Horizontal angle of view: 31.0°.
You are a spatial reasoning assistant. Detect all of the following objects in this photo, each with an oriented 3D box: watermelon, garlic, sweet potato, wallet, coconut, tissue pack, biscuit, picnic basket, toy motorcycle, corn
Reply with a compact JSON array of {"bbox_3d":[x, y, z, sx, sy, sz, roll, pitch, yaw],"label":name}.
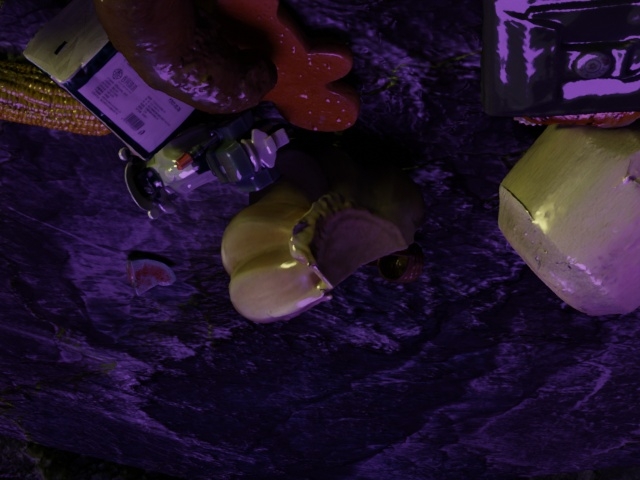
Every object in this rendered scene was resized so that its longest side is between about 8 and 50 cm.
[{"bbox_3d":[-0.267,0.060,1.788,0.085,0.061,0.085,13,156,6],"label":"watermelon"},{"bbox_3d":[0.000,0.000,1.378,0.210,0.237,0.292,25,171,-19],"label":"garlic"},{"bbox_3d":[-0.138,-0.196,1.040,0.124,0.098,0.310,12,163,26],"label":"sweet potato"},{"bbox_3d":[0.269,-0.181,1.048,0.245,0.052,0.168,0,134,6],"label":"wallet"},{"bbox_3d":[0.312,-0.045,1.224,0.234,0.224,0.224,-38,144,10],"label":"coconut"},{"bbox_3d":[-0.203,-0.166,1.168,0.090,0.103,0.170,45,179,31],"label":"tissue pack"},{"bbox_3d":[-0.046,-0.186,1.184,0.165,0.036,0.250,-11,149,35],"label":"biscuit"},{"bbox_3d":[0.098,0.025,1.610,0.083,0.072,0.072,7,161,-39],"label":"picnic basket"},{"bbox_3d":[-0.134,-0.089,1.288,0.221,0.150,0.102,-2,117,49],"label":"toy motorcycle"},{"bbox_3d":[-0.317,-0.159,1.265,0.203,0.072,0.072,9,157,-6],"label":"corn"}]

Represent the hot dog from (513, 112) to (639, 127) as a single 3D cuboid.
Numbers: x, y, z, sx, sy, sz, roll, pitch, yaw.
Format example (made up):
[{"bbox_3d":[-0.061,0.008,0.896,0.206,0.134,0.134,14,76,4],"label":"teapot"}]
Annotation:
[{"bbox_3d":[0.274,-0.157,1.129,0.192,0.053,0.099,-1,128,17],"label":"hot dog"}]
